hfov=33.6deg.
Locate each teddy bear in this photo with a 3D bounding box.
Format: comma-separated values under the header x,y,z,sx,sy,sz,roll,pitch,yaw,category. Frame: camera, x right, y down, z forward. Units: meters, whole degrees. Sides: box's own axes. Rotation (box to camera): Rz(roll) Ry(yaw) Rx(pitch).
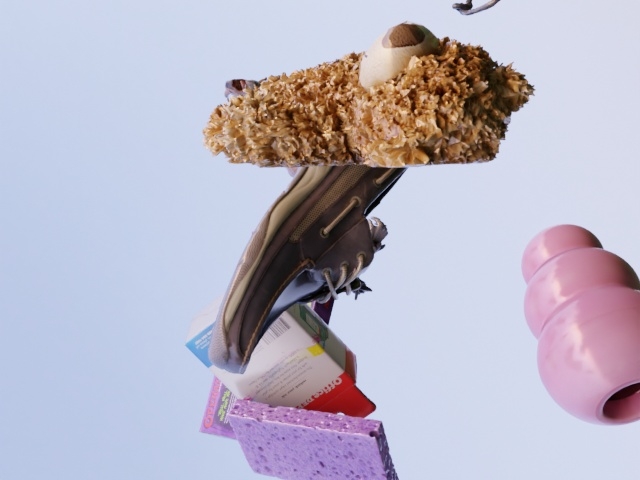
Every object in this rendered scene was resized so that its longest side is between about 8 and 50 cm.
x,y,z,sx,sy,sz,roll,pitch,yaw,category
0.024,-0.120,0.914,0.245,0.338,0.113,-5,-84,-12,teddy bear

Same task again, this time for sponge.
x,y,z,sx,sy,sz,roll,pitch,yaw,category
-0.008,0.258,1.311,0.031,0.210,0.117,-56,-42,-42,sponge

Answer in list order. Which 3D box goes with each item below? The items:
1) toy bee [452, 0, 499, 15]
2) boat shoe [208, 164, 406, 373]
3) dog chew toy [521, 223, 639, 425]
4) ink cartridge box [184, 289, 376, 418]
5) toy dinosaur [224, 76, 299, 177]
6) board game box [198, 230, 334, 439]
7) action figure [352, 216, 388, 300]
x,y,z,sx,sy,sz,roll,pitch,yaw,category
0.122,-0.346,0.982,0.162,0.195,0.298,42,-171,-20,toy bee
0.000,0.000,1.174,0.130,0.132,0.355,30,-111,1,boat shoe
0.396,0.107,1.567,0.207,0.206,0.331,27,-148,-35,dog chew toy
-0.047,0.158,1.375,0.231,0.134,0.078,48,-163,-17,ink cartridge box
-0.033,-0.163,1.759,0.127,0.200,0.295,-59,-38,-49,toy dinosaur
-0.075,0.151,1.689,0.056,0.208,0.346,26,-107,-43,board game box
0.023,-0.004,1.880,0.164,0.141,0.275,26,-169,-29,action figure
